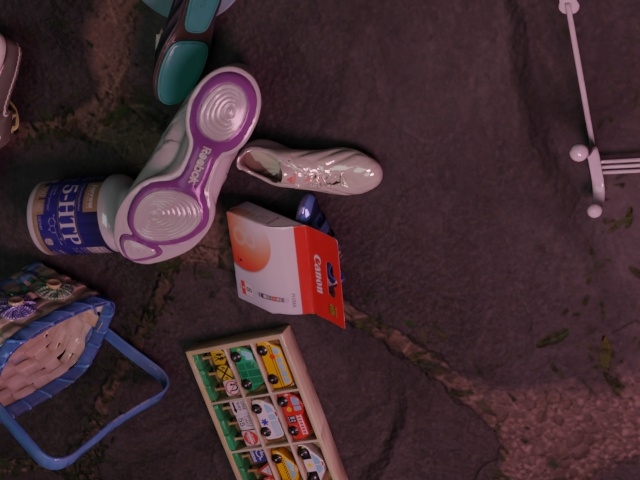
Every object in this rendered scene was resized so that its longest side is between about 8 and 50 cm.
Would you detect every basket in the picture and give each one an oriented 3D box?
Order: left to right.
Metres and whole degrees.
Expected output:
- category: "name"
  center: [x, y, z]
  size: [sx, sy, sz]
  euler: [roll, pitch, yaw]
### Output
- category: "basket"
  center: [-0.397, 0.182, 1.618]
  size: [0.289, 0.254, 0.201]
  euler: [41, 126, 12]

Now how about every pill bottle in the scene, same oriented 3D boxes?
- category: "pill bottle"
  center: [-0.310, -0.038, 1.575]
  size: [0.186, 0.112, 0.112]
  euler: [-4, 110, 21]

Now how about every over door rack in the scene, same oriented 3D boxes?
- category: "over door rack"
  center: [0.395, -0.166, 1.230]
  size: [0.239, 0.108, 0.324]
  euler: [-3, 124, 21]

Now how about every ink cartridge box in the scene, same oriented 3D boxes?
- category: "ink cartridge box"
  center: [-0.048, 0.040, 1.500]
  size: [0.179, 0.045, 0.146]
  euler: [25, 131, 41]

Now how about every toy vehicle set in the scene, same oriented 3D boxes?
- category: "toy vehicle set"
  center: [-0.079, 0.263, 1.656]
  size: [0.165, 0.035, 0.267]
  euler: [-14, 106, 25]

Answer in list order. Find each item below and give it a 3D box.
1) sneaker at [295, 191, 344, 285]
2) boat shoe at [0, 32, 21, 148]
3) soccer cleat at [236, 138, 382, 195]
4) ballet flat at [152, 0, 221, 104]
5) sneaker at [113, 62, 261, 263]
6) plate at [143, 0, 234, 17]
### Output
- category: "sneaker"
  center: [0.000, 0.000, 1.512]
  size: [0.059, 0.053, 0.144]
  euler: [3, 120, 20]
- category: "boat shoe"
  center: [-0.494, -0.169, 1.602]
  size: [0.305, 0.091, 0.109]
  euler: [-57, 48, 27]
- category: "soccer cleat"
  center: [-0.017, -0.092, 1.464]
  size: [0.196, 0.076, 0.068]
  euler: [11, 114, 16]
- category: "ballet flat"
  center: [-0.174, -0.274, 1.435]
  size: [0.074, 0.074, 0.203]
  euler: [29, 123, 7]
- category: "sneaker"
  center: [-0.166, -0.100, 1.467]
  size: [0.114, 0.152, 0.305]
  euler: [32, 106, -12]
- category: "plate"
  center: [-0.182, -0.376, 1.440]
  size: [0.188, 0.024, 0.188]
  euler: [8, 114, 18]
